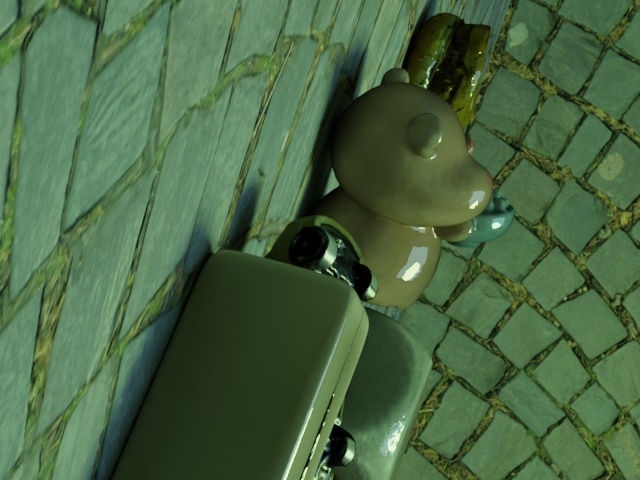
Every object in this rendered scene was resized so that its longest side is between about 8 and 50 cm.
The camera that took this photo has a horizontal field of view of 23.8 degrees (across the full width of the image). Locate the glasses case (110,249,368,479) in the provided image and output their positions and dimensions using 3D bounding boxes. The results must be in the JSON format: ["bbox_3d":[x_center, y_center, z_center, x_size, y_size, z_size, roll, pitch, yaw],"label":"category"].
[{"bbox_3d":[-0.081,0.178,1.227,0.336,0.144,0.076,-67,158,-19],"label":"glasses case"}]

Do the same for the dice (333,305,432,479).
[{"bbox_3d":[0.011,0.192,1.741,0.193,0.194,0.192,96,17,-53],"label":"dice"}]

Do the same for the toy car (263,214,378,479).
[{"bbox_3d":[-0.034,0.106,1.365,0.101,0.124,0.257,42,50,-49],"label":"toy car"}]

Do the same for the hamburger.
[{"bbox_3d":[0.175,-0.242,2.170,0.185,0.113,0.177,-73,172,-53],"label":"hamburger"}]

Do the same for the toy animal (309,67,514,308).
[{"bbox_3d":[0.079,-0.051,1.706,0.221,0.229,0.210,-33,-151,6],"label":"toy animal"}]
